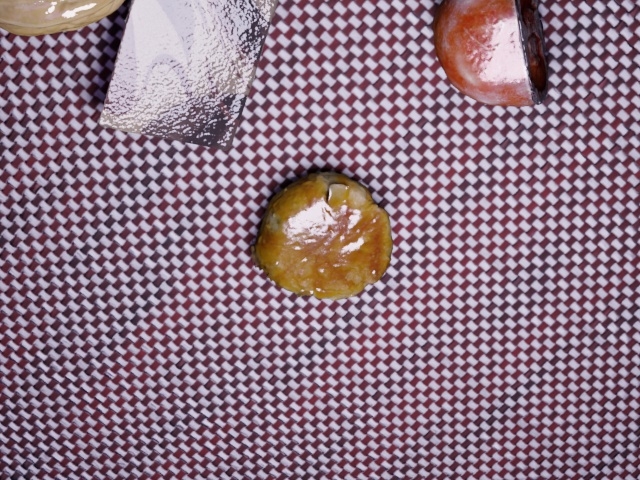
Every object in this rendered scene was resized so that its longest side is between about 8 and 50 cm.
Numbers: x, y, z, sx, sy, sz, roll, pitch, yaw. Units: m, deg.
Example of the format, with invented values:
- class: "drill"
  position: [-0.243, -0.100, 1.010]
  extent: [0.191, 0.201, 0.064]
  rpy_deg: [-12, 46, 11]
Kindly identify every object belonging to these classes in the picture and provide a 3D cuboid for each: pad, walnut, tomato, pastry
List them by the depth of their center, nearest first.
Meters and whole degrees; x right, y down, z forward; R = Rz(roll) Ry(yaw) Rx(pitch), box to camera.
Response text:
- class: "walnut"
  position: [-0.375, -0.394, 1.623]
  extent: [0.261, 0.225, 0.225]
  rpy_deg: [-11, 112, -7]
- class: "tomato"
  position: [0.245, -0.300, 1.732]
  extent: [0.155, 0.181, 0.214]
  rpy_deg: [-5, 106, 18]
- class: "pad"
  position: [-0.185, -0.299, 1.743]
  extent: [0.220, 0.004, 0.330]
  rpy_deg: [9, 114, -25]
- class: "pastry"
  position: [0.000, 0.000, 1.861]
  extent: [0.229, 0.100, 0.218]
  rpy_deg: [-20, 116, 0]
